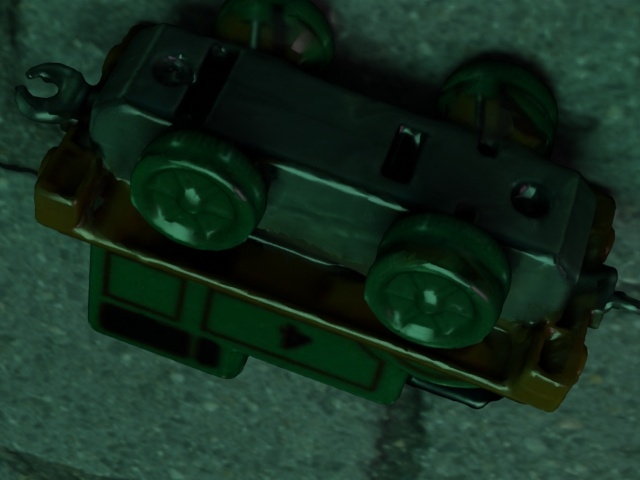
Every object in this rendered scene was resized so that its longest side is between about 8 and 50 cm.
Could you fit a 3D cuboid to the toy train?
[{"bbox_3d":[0.000,0.000,0.947,0.429,0.178,0.249,20,140,3],"label":"toy train"}]
